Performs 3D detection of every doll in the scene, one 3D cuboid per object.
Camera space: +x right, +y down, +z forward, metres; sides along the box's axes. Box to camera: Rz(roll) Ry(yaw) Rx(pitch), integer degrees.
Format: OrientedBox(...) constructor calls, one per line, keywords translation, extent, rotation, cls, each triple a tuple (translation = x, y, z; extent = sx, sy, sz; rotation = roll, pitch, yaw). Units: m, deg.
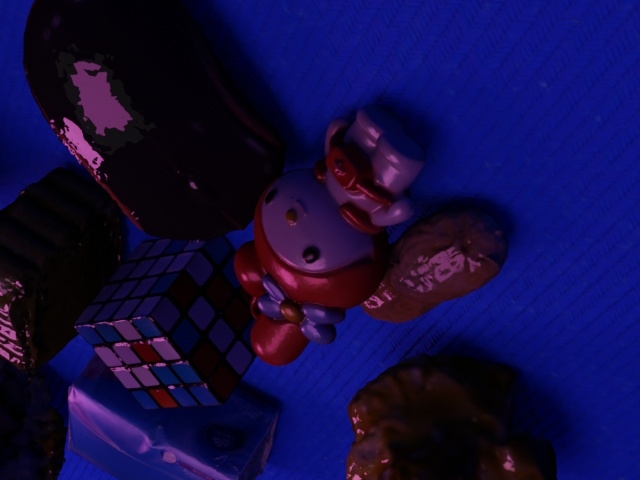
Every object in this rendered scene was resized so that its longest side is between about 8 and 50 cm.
OrientedBox(translation=(0.000, 0.000, 1.304), extent=(0.161, 0.130, 0.290), rotation=(52, 124, 27), cls="doll")

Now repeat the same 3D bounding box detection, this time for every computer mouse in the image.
OrientedBox(translation=(-0.165, -0.123, 1.299), extent=(0.183, 0.116, 0.323), rotation=(-30, 119, 14), cls="computer mouse")

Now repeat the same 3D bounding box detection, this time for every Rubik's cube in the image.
OrientedBox(translation=(-0.170, 0.097, 1.572), extent=(0.154, 0.155, 0.151), rotation=(-11, 125, 44), cls="Rubik's cube")

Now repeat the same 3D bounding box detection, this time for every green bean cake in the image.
OrientedBox(translation=(-0.337, 0.038, 1.596), extent=(0.113, 0.200, 0.214), rotation=(31, 149, 18), cls="green bean cake")

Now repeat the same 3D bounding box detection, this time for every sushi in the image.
OrientedBox(translation=(-0.590, 0.322, 1.957), extent=(0.351, 0.396, 0.240), rotation=(40, 144, 4), cls="sushi")

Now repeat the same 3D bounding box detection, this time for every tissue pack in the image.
OrientedBox(translation=(-0.206, 0.264, 1.803), extent=(0.263, 0.146, 0.198), rotation=(27, 145, 9), cls="tissue pack")

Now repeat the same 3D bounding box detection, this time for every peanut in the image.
OrientedBox(translation=(0.107, 0.026, 1.341), extent=(0.099, 0.099, 0.214), rotation=(41, 150, -10), cls="peanut")

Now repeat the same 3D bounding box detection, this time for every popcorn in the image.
OrientedBox(translation=(0.134, 0.273, 1.462), extent=(0.276, 0.276, 0.225), rotation=(28, 139, 8), cls="popcorn")
